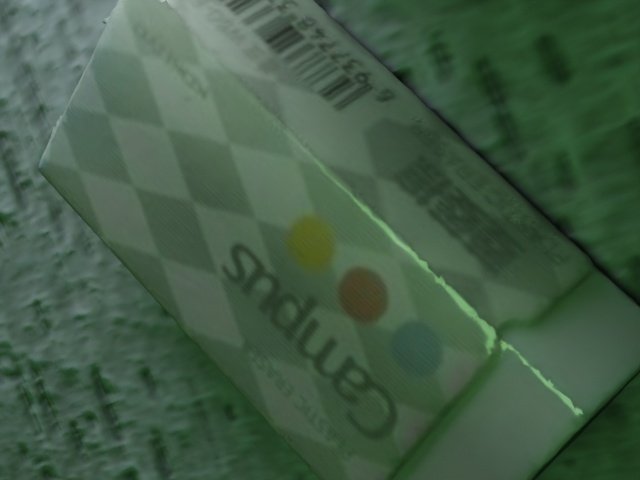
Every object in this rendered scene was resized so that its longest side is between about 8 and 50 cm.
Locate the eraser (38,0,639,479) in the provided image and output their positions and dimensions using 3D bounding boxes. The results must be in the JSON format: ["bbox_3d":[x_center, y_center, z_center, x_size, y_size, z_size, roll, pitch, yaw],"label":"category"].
[{"bbox_3d":[0.000,0.000,0.734,0.397,0.082,0.213,45,122,17],"label":"eraser"}]
